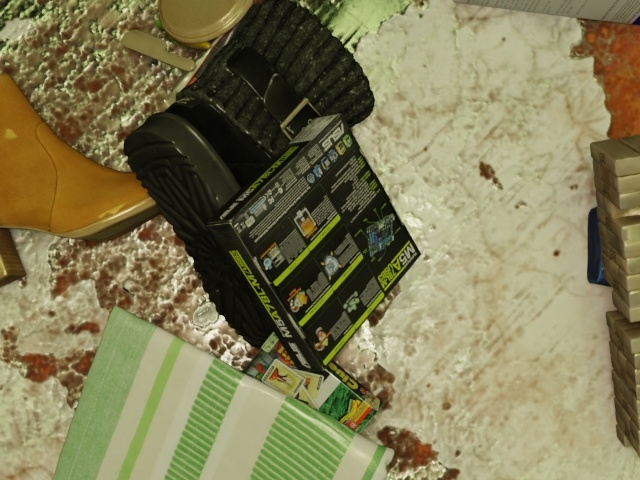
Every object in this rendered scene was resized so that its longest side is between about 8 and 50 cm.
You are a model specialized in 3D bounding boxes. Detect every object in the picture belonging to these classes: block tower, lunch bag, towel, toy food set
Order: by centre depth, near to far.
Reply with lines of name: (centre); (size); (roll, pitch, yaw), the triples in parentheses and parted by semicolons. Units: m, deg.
block tower: (0.349, 0.064, 1.168); (0.091, 0.097, 0.336); (-9, 107, 0)
towel: (-0.111, 0.244, 1.175); (0.324, 0.038, 0.248); (26, 108, 10)
lunch bag: (0.332, 0.010, 1.242); (0.065, 0.067, 0.098); (2, 88, 0)
toy food set: (-0.125, -0.271, 1.261); (0.132, 0.038, 0.192); (28, 81, 33)

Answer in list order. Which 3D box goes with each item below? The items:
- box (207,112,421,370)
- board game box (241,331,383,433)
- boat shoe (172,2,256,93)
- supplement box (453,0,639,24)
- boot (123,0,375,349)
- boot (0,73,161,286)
box: (0.000, 0.000, 1.123); (0.191, 0.045, 0.184); (-48, 119, -34)
board game box: (-0.064, 0.222, 1.189); (0.136, 0.030, 0.260); (38, 110, 2)
boat shoe: (-0.110, -0.210, 1.274); (0.043, 0.049, 0.137); (38, 88, -18)
supplement box: (0.266, -0.319, 1.254); (0.220, 0.114, 0.111); (7, 85, 2)
boot: (-0.029, -0.061, 1.219); (0.260, 0.131, 0.348); (-49, 122, -36)
boot: (-0.296, -0.091, 1.233); (0.295, 0.104, 0.211); (-23, 85, 2)
